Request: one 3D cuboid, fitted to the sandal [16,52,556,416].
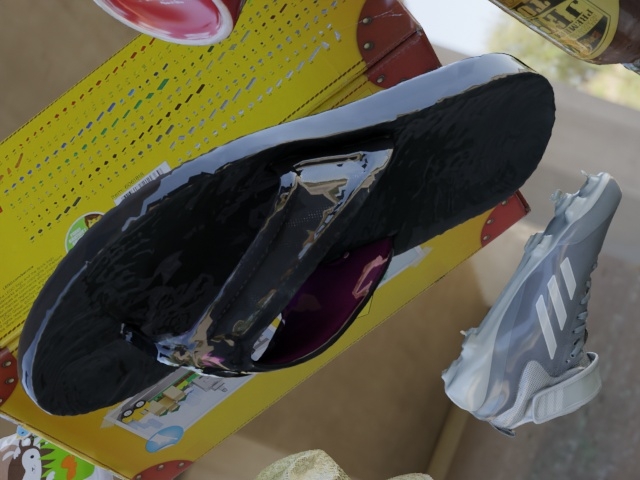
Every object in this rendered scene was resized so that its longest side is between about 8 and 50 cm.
[{"bbox_3d":[0.001,-0.002,0.978,0.446,0.107,0.167,-28,-40,-21],"label":"sandal"}]

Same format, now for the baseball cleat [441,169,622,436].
[{"bbox_3d":[0.178,0.052,1.039,0.206,0.109,0.072,-56,1,19],"label":"baseball cleat"}]

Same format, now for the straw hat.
[{"bbox_3d":[-0.010,0.155,0.805,0.144,0.061,0.144,-36,7,5],"label":"straw hat"}]

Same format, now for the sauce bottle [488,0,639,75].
[{"bbox_3d":[0.251,-0.243,1.386,0.111,0.344,0.111,-41,34,36],"label":"sauce bottle"}]

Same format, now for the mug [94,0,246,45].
[{"bbox_3d":[-0.060,-0.212,0.804,0.150,0.113,0.169,-22,46,62],"label":"mug"}]

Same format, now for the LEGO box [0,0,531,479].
[{"bbox_3d":[-0.090,-0.015,1.344,0.500,0.193,0.372,-37,-32,3],"label":"LEGO box"}]

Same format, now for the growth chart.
[{"bbox_3d":[-0.322,0.274,1.605,0.237,0.172,0.021,-37,-34,20],"label":"growth chart"}]
